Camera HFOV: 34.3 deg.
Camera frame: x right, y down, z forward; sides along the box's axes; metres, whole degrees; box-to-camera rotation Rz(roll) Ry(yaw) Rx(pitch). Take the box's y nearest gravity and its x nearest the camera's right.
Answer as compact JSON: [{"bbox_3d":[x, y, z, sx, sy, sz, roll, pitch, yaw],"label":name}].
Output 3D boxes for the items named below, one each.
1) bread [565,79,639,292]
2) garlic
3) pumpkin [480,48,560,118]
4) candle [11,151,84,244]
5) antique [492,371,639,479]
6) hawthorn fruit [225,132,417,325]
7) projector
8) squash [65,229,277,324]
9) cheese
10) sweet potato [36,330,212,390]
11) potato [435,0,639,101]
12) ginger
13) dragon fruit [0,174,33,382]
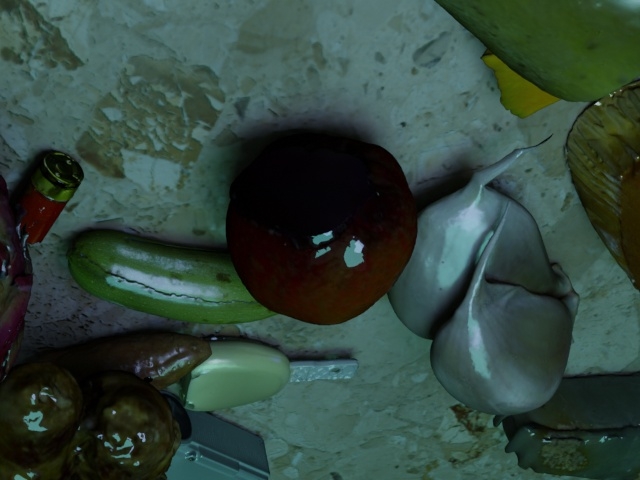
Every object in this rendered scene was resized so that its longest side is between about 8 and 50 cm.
[{"bbox_3d":[0.432,-0.056,1.270,0.204,0.156,0.288,-23,134,4],"label":"bread"},{"bbox_3d":[0.212,0.074,1.283,0.245,0.231,0.340,-17,142,4],"label":"garlic"},{"bbox_3d":[0.285,-0.238,1.082,0.248,0.126,0.131,-17,152,31],"label":"pumpkin"},{"bbox_3d":[-0.312,-0.037,1.146,0.052,0.052,0.131,20,127,-31],"label":"candle"},{"bbox_3d":[0.410,0.293,1.629,0.284,0.125,0.150,6,130,-22],"label":"antique"},{"bbox_3d":[0.000,0.000,1.169,0.215,0.215,0.250,-1,133,-15],"label":"hawthorn fruit"},{"bbox_3d":[-0.220,0.330,1.502,0.192,0.099,0.256,-39,132,20],"label":"projector"},{"bbox_3d":[-0.141,0.057,1.261,0.340,0.094,0.094,10,130,-26],"label":"squash"},{"bbox_3d":[-0.068,0.182,1.433,0.251,0.054,0.127,-1,137,-16],"label":"cheese"},{"bbox_3d":[-0.263,0.164,1.329,0.251,0.097,0.097,-16,136,4],"label":"sweet potato"},{"bbox_3d":[0.176,-0.300,0.860,0.280,0.213,0.330,19,111,-17],"label":"potato"},{"bbox_3d":[-0.318,0.267,1.233,0.254,0.176,0.418,14,141,-32],"label":"ginger"},{"bbox_3d":[-0.434,0.042,1.010,0.329,0.329,0.329,-8,135,-8],"label":"dragon fruit"}]
